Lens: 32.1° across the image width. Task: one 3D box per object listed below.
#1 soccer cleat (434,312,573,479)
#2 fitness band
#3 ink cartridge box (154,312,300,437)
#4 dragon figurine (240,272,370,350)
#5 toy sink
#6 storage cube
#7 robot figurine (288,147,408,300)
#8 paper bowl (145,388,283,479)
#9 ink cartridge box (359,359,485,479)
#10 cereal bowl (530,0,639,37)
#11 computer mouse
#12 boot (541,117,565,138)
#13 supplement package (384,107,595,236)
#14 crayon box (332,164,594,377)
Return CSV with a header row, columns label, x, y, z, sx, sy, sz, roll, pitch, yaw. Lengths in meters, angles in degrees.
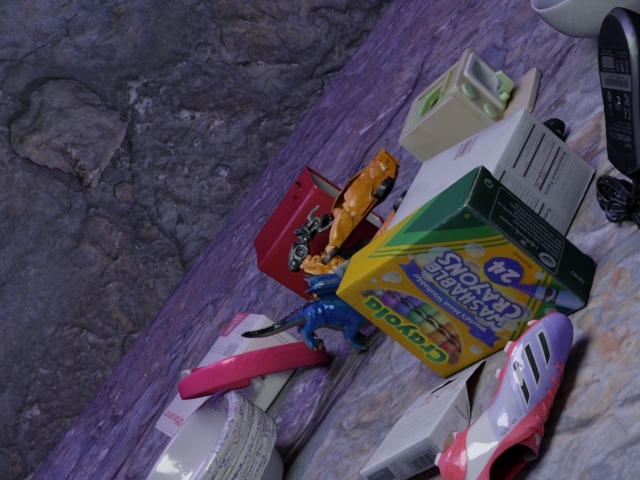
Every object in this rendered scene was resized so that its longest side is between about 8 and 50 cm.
label,x,y,z,sx,sy,sz,roll,pitch,yaw
soccer cleat,0.228,0.191,1.249,0.095,0.083,0.248,22,65,44
fitness band,-0.116,0.218,1.917,0.209,0.054,0.290,-22,-10,35
ink cartridge box,-0.174,0.284,2.139,0.283,0.117,0.207,-54,15,-13
dragon figurine,0.014,0.102,1.847,0.085,0.289,0.144,-103,15,-75
toy sink,0.272,-0.251,2.055,0.234,0.131,0.153,-38,20,40
storage cube,0.000,0.000,2.126,0.193,0.215,0.184,-55,14,9
robot figurine,0.081,-0.005,1.965,0.291,0.211,0.085,-52,-15,-7
paper bowl,-0.170,0.394,1.796,0.284,0.148,0.284,-46,16,17
ink cartridge box,0.144,0.243,1.457,0.145,0.045,0.179,-39,1,43
cereal bowl,0.509,-0.457,1.810,0.339,0.141,0.339,-47,15,17
computer mouse,0.388,-0.147,1.339,0.072,0.272,0.188,-9,17,-5
boot,0.335,-0.133,1.756,0.121,0.045,0.099,-33,27,50
supplement package,0.233,-0.037,1.621,0.262,0.145,0.204,-25,30,59
crayon box,0.168,0.061,1.463,0.323,0.203,0.083,-37,20,46
